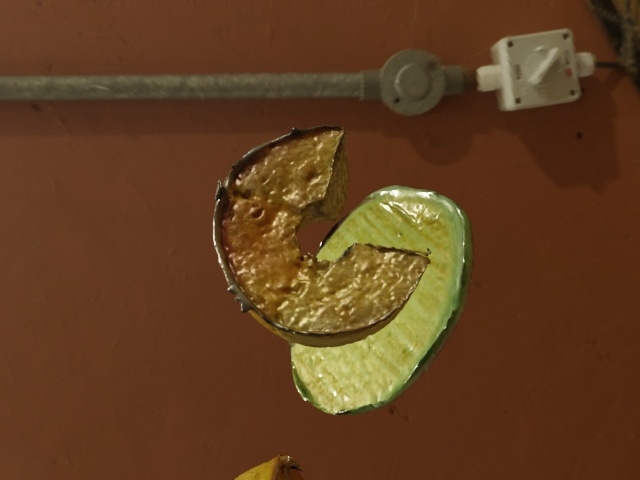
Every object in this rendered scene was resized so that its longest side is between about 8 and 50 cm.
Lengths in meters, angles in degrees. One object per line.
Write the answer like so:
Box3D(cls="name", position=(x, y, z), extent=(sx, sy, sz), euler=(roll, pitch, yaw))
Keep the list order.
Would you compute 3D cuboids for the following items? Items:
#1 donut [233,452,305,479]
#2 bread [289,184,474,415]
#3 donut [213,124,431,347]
Box3D(cls="donut", position=(-0.044, 0.403, 1.245), extent=(0.118, 0.253, 0.253), euler=(-19, -85, 4))
Box3D(cls="bread", position=(0.065, 0.071, 1.121), extent=(0.045, 0.301, 0.301), euler=(29, -88, -30))
Box3D(cls="donut", position=(-0.009, 0.007, 0.748), extent=(0.146, 0.078, 0.181), euler=(-28, -114, -11))
